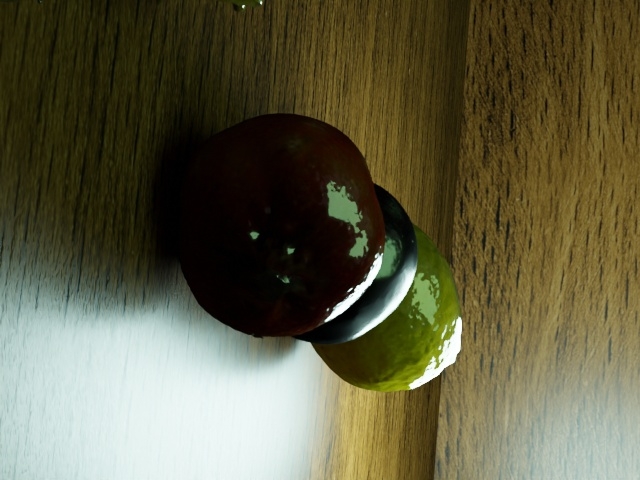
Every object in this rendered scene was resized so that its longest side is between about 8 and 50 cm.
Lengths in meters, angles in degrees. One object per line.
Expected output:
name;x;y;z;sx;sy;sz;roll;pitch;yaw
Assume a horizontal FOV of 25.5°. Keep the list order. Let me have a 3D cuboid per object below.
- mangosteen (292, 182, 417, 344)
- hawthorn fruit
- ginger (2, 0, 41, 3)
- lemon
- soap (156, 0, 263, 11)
mangosteen;0.000;0.000;2.099;0.302;0.275;0.275;53;27;-11
hawthorn fruit;-0.049;-0.034;1.828;0.295;0.295;0.311;74;22;-48
ginger;-0.236;-0.349;1.282;0.418;0.176;0.254;-51;152;-64
lemon;0.094;0.102;2.368;0.316;0.285;0.285;36;43;-17
soap;-0.107;-0.443;1.581;0.293;0.156;0.335;-169;-98;-78
